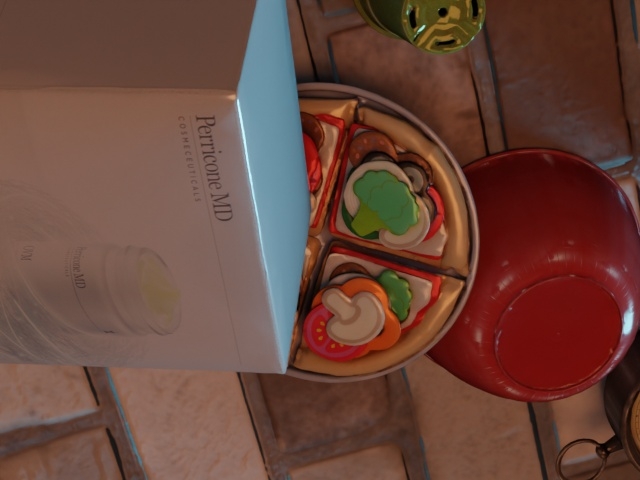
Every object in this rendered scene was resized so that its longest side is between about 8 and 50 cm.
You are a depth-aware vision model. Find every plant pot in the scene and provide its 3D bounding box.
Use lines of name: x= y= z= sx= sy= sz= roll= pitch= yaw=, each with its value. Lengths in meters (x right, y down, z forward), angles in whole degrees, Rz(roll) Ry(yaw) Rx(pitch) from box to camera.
plant pot: x=0.065 y=-0.148 z=0.890 sx=0.083 sy=0.079 sz=0.083 roll=-4 pitch=117 yaw=-8

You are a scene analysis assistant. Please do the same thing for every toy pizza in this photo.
toy pizza: x=0.000 y=0.000 z=0.937 sx=0.201 sy=0.032 sz=0.201 roll=4 pitch=107 yaw=11

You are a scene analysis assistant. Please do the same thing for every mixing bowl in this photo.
mixing bowl: x=0.146 y=0.040 z=0.988 sx=0.181 sy=0.098 sz=0.181 roll=-5 pitch=117 yaw=-9

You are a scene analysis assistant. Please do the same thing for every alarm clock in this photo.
alarm clock: x=0.254 y=0.121 z=1.066 sx=0.192 sy=0.064 sz=0.129 roll=-31 pitch=118 yaw=3

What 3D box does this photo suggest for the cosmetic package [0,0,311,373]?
cosmetic package: x=-0.129 y=-0.045 z=0.803 sx=0.224 sy=0.138 sz=0.224 roll=0 pitch=139 yaw=7
